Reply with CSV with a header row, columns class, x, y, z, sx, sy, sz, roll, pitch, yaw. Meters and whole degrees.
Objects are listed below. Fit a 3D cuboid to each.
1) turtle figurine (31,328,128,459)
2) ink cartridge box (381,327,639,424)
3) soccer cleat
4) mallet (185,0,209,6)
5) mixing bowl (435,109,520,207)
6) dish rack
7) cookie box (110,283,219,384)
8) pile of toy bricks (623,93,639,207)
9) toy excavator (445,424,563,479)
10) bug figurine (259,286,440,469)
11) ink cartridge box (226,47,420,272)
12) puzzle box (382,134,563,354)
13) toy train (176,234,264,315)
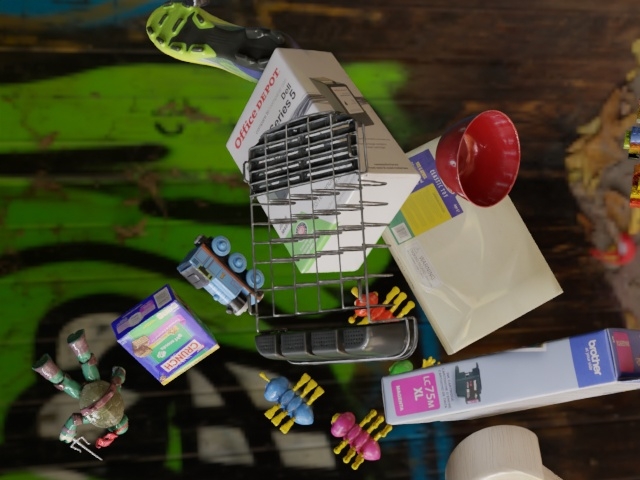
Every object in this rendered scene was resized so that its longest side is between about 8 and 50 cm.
class,x,y,z,sx,sy,sz,roll,pitch,yaw
turtle figurine,-0.425,0.293,2.121,0.118,0.175,0.234,-6,122,51
ink cartridge box,0.243,0.141,1.187,0.311,0.185,0.065,-14,77,34
soccer cleat,-0.150,-0.298,1.767,0.093,0.289,0.121,-65,-28,-9
mallet,-0.230,-0.382,1.678,0.189,0.039,0.062,14,119,44
mixing bowl,0.280,-0.157,2.116,0.098,0.181,0.181,12,104,46
dish rack,0.000,0.000,1.234,0.208,0.074,0.272,-9,82,46
cookie box,-0.195,0.120,1.428,0.107,0.092,0.040,52,-176,-41
pile of toy bricks,0.481,-0.150,1.552,0.105,0.118,0.212,74,-154,-56
toy excavator,0.315,0.444,1.368,0.222,0.432,0.445,-84,9,-61
bug figurine,0.055,0.212,1.698,0.216,0.279,0.072,47,166,8
ink cartridge box,-0.005,-0.118,1.638,0.273,0.114,0.198,57,132,32
puzzle box,0.281,-0.007,2.309,0.409,0.272,0.052,62,167,8
toy train,-0.196,0.072,2.271,0.080,0.184,0.105,-24,25,54
